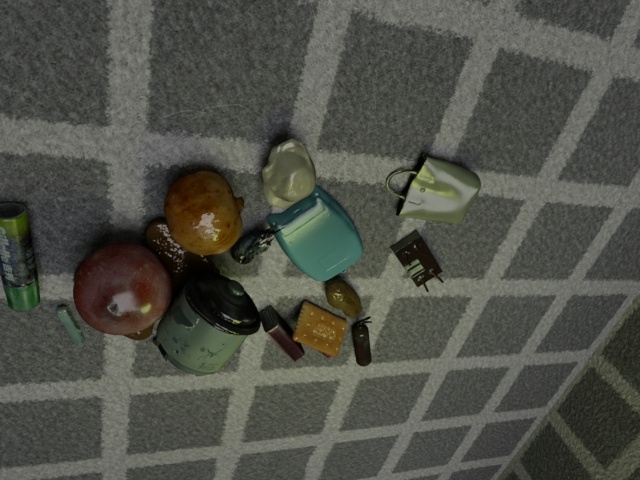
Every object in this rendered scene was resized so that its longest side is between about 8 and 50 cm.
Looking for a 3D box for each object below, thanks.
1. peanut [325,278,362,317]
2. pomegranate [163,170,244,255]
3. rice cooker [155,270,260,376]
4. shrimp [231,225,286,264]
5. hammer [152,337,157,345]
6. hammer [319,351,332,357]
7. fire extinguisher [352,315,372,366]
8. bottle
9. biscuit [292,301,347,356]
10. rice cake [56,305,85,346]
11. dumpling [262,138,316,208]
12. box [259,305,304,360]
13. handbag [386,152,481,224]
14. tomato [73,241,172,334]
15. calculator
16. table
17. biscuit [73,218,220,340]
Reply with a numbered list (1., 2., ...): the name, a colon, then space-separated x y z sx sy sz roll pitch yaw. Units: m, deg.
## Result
1. peanut: 0.088 0.224 1.874 0.108 0.095 0.226 -26 135 20
2. pomegranate: -0.330 -0.078 1.411 0.247 0.248 0.249 -10 128 -13
3. rice cooker: -0.337 0.241 1.489 0.316 0.264 0.317 -29 149 -20
4. shrimp: -0.202 0.009 1.597 0.232 0.090 0.079 -30 115 26
5. hammer: -0.440 0.285 1.757 0.365 0.044 0.111 -29 130 4
6. hammer: 0.022 0.465 2.061 0.043 0.043 0.083 -38 128 9
7. fire extinguisher: 0.182 0.421 2.066 0.089 0.072 0.268 -11 129 -1
8. bottle: -0.864 0.054 1.391 0.093 0.093 0.330 -1 125 -20
9. biscuit: 0.004 0.350 1.915 0.249 0.030 0.160 32 68 -36
10. rice cake: -0.822 0.284 1.619 0.042 0.030 0.180 -14 130 -12
11. dumpling: -0.095 -0.194 1.469 0.162 0.132 0.250 -17 140 -16
12. box: -0.147 0.358 1.870 0.069 0.120 0.224 -32 128 0
13. handbag: 0.378 -0.168 1.683 0.315 0.109 0.241 9 121 -22
14. tomato: -0.569 0.147 1.404 0.269 0.227 0.271 -4 114 -10
15. calculator: 0.000 0.000 1.699 0.256 0.054 0.386 -33 130 6
16. table: 0.384 0.094 1.872 0.121 0.111 0.240 -34 129 8
17. biscuit: -0.530 0.138 1.579 0.393 0.076 0.368 -31 120 2
